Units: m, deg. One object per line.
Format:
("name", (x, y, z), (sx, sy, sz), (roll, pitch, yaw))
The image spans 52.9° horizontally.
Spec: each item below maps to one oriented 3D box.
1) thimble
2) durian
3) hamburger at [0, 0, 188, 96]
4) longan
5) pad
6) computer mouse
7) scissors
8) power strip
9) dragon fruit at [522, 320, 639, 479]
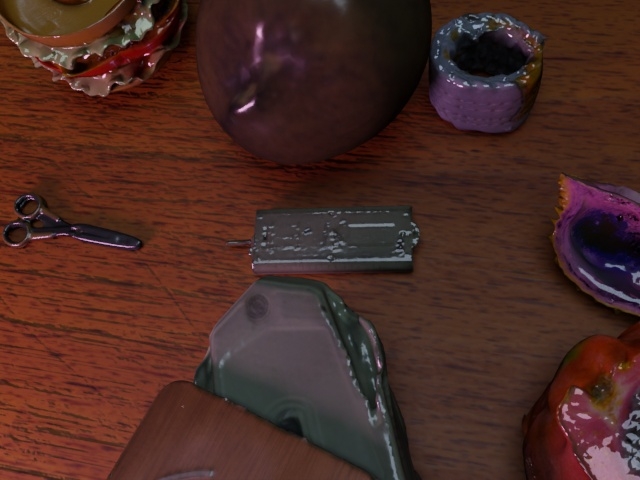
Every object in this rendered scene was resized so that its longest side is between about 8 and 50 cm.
("thimble", (0.225, -0.228, 0.885), (0.151, 0.118, 0.127), (17, 73, 15))
("durian", (0.418, 0.011, 0.765), (0.186, 0.154, 0.260), (-29, 56, -28))
("hamburger", (-0.331, -0.356, 0.963), (0.274, 0.212, 0.275), (-2, 77, 7))
("longan", (-0.013, -0.257, 0.835), (0.318, 0.319, 0.319), (-3, 69, 7))
("pad", (-0.115, 0.306, 0.620), (0.284, 0.018, 0.287), (19, 67, 26))
("computer mouse", (-0.004, 0.242, 0.721), (0.228, 0.145, 0.429), (-19, 65, 12))
("scissors", (-0.362, -0.014, 0.945), (0.220, 0.017, 0.088), (12, 71, 12))
("power strip", (0.000, 0.000, 0.876), (0.267, 0.034, 0.092), (-2, 70, 8))
("dragon fruit", (0.357, 0.216, 0.658), (0.290, 0.189, 0.291), (-3, 70, 7))
